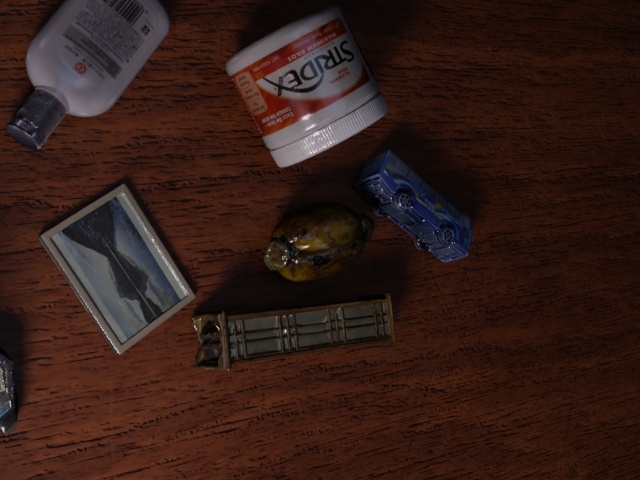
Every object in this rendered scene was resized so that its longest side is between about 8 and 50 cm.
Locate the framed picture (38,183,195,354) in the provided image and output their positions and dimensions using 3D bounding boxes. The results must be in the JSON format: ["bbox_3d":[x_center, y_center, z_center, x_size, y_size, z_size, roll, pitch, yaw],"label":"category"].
[{"bbox_3d":[-0.288,0.040,1.255,0.150,0.015,0.203,-37,104,-31],"label":"framed picture"}]

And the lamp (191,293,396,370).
[{"bbox_3d":[-0.034,0.139,1.364,0.325,0.089,0.090,-4,87,-34],"label":"lamp"}]

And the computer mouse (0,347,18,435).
[{"bbox_3d":[-0.431,0.190,1.124,0.079,0.047,0.135,-13,102,-22],"label":"computer mouse"}]

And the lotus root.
[{"bbox_3d":[0.000,0.000,1.392,0.209,0.120,0.120,-18,94,-34],"label":"lotus root"}]

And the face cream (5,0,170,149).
[{"bbox_3d":[-0.333,-0.251,1.229,0.144,0.071,0.291,38,64,-22],"label":"face cream"}]

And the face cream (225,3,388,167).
[{"bbox_3d":[-0.021,-0.240,1.354,0.201,0.201,0.187,-35,103,-31],"label":"face cream"}]

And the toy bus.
[{"bbox_3d":[0.171,-0.059,1.529,0.236,0.079,0.094,37,64,-24],"label":"toy bus"}]
